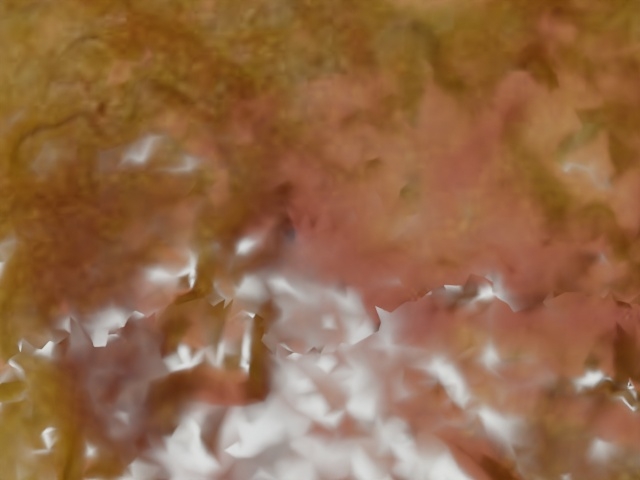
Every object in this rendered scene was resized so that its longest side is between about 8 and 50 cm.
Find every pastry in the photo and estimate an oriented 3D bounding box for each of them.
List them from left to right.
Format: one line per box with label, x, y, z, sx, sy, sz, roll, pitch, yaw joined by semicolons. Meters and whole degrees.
pastry;0.000;0.000;0.483;0.330;0.136;0.329;0;89;2
